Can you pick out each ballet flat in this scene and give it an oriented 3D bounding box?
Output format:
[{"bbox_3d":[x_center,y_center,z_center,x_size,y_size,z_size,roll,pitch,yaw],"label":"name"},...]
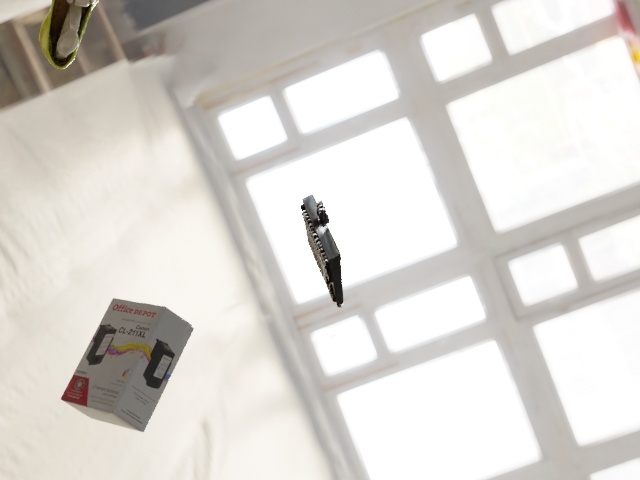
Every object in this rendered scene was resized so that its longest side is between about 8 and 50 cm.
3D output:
[{"bbox_3d":[-0.361,-0.350,1.820,0.077,0.077,0.231,-106,33,-44],"label":"ballet flat"}]

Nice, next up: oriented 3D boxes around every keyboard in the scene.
[{"bbox_3d":[0.000,0.000,1.569,0.180,0.023,0.108,-115,19,-61],"label":"keyboard"}]

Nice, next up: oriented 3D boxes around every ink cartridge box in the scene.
[{"bbox_3d":[-0.283,0.179,1.814,0.072,0.127,0.175,43,-117,-41],"label":"ink cartridge box"}]
